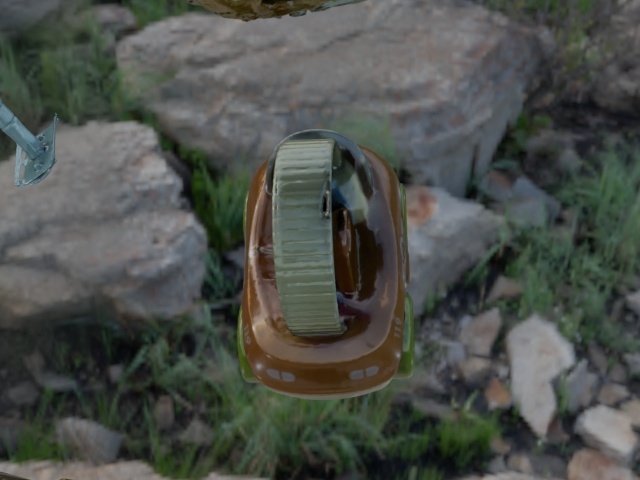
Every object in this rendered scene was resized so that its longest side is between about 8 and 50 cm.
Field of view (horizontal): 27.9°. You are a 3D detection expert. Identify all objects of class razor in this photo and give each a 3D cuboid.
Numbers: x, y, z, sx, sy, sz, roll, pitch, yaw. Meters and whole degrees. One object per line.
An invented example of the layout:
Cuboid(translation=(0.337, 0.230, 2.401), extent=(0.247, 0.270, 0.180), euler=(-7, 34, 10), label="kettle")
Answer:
Cuboid(translation=(-0.243, -0.105, 0.921), extent=(0.040, 0.135, 0.068), euler=(-33, 34, 12), label="razor")

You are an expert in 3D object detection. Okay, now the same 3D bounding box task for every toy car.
Cuboid(translation=(0.000, 0.000, 1.038), extent=(0.145, 0.235, 0.235), euler=(-2, 42, 4), label="toy car")

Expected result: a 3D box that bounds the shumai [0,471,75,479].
Cuboid(translation=(-0.159, 0.159, 0.488), extent=(0.184, 0.184, 0.142), euler=(-34, 86, -33), label="shumai")

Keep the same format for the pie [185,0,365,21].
Cuboid(translation=(0.004, -0.220, 0.792), extent=(0.308, 0.308, 0.086), euler=(-12, 75, -15), label="pie")
